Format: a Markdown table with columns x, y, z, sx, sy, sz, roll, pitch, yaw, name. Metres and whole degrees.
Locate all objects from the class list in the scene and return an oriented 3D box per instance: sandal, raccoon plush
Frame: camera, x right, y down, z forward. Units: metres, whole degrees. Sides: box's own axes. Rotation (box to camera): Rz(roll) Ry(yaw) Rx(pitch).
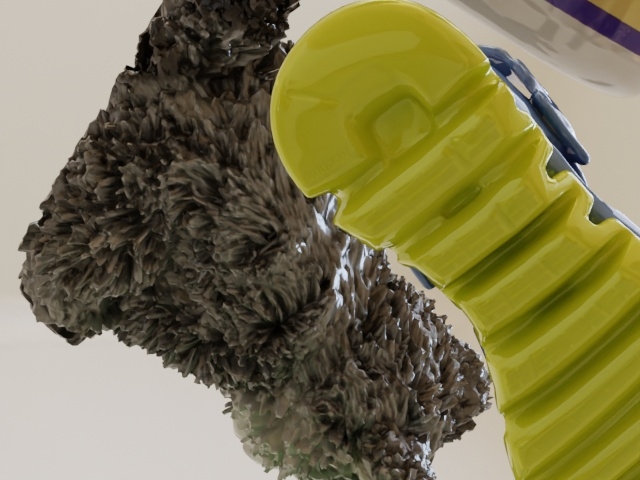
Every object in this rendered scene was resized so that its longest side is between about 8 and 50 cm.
| x | y | z | sx | sy | sz | roll | pitch | yaw | name |
| --- | --- | --- | --- | --- | --- | --- | --- | --- | --- |
| 0.110 | 0.019 | 0.866 | 0.317 | 0.126 | 0.138 | 56 | -164 | -4 | sandal |
| 0.000 | 0.000 | 1.125 | 0.299 | 0.446 | 0.216 | 33 | -119 | 5 | raccoon plush |

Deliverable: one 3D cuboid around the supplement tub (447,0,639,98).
| x | y | z | sx | sy | sz | roll | pitch | yaw | name |
| --- | --- | --- | --- | --- | --- | --- | --- | --- | --- |
| 0.206 | -0.289 | 1.260 | 0.241 | 0.331 | 0.241 | 31 | -166 | -9 | supplement tub |
